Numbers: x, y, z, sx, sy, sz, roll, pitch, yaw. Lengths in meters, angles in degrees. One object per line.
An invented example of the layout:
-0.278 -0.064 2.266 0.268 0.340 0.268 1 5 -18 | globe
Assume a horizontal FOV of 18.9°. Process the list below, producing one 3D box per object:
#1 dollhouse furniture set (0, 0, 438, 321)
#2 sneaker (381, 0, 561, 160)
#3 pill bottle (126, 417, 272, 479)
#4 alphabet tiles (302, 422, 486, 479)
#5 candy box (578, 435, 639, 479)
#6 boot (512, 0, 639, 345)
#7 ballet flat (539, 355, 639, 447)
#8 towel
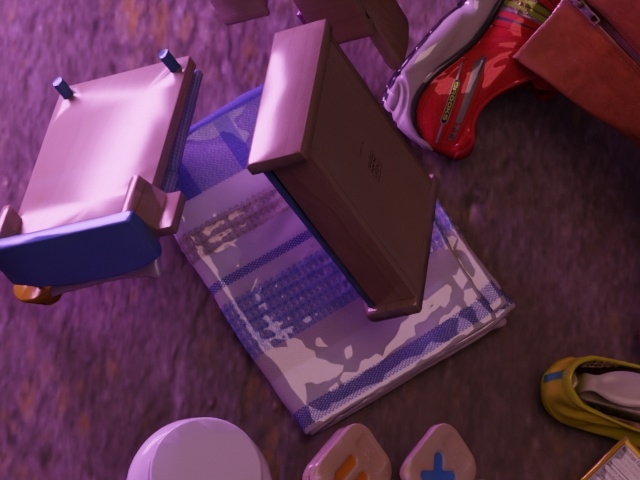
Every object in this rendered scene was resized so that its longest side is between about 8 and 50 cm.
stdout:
-0.084 -0.063 1.552 0.303 0.198 0.286 -12 46 26 | dollhouse furniture set
0.174 -0.179 1.652 0.118 0.107 0.279 44 80 -2 | sneaker
-0.092 0.192 1.422 0.108 0.193 0.108 3 70 -8 | pill bottle
0.063 0.281 1.424 0.284 0.021 0.278 56 49 -17 | alphabet tiles
0.277 0.265 1.525 0.105 0.027 0.206 -43 82 0 | candy box
0.264 -0.065 1.555 0.280 0.264 0.096 41 35 7 | boot
0.293 0.141 1.559 0.231 0.077 0.077 15 69 -3 | ballet flat
0.000 0.000 1.589 0.209 0.034 0.285 -31 76 -15 | towel
